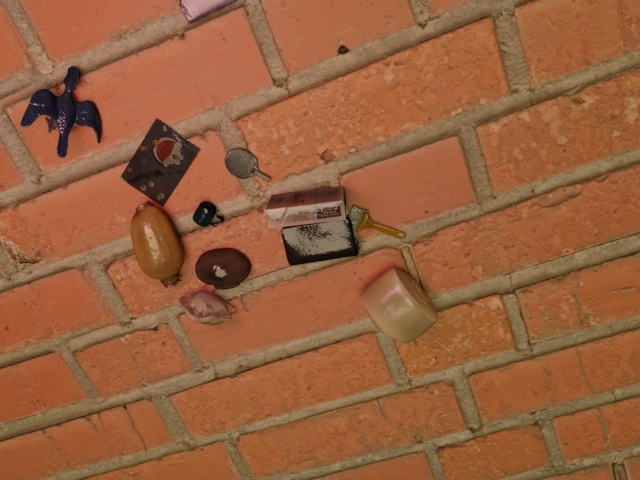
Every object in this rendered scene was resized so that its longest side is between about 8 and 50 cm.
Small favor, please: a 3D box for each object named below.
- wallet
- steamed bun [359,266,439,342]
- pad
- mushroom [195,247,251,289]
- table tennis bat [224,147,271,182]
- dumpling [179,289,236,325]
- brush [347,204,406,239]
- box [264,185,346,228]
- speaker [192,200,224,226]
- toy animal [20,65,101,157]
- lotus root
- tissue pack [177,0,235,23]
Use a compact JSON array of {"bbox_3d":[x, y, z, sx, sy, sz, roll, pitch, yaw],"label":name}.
[{"bbox_3d":[0.000,0.000,1.892,0.249,0.044,0.149,-10,112,11],"label":"wallet"},{"bbox_3d":[0.261,0.230,1.914,0.200,0.155,0.250,-40,102,17],"label":"steamed bun"},{"bbox_3d":[-0.512,-0.245,1.844,0.170,0.006,0.246,35,109,-11],"label":"pad"},{"bbox_3d":[-0.334,0.100,1.926,0.188,0.117,0.142,-4,101,10],"label":"mushroom"},{"bbox_3d":[-0.230,-0.231,1.828,0.158,0.014,0.095,31,110,-7],"label":"table tennis bat"},{"bbox_3d":[-0.386,0.236,1.968,0.198,0.136,0.119,10,106,-12],"label":"dumpling"},{"bbox_3d":[0.185,-0.045,1.883,0.205,0.011,0.083,20,113,-6],"label":"brush"},{"bbox_3d":[-0.042,-0.105,1.794,0.242,0.155,0.067,-7,111,4],"label":"box"},{"bbox_3d":[-0.362,-0.077,1.873,0.094,0.060,0.075,31,112,-10],"label":"speaker"},{"bbox_3d":[-0.768,-0.382,1.722,0.176,0.239,0.256,-33,64,43],"label":"toy animal"},{"bbox_3d":[-0.532,0.021,1.885,0.146,0.131,0.304,-10,112,8],"label":"lotus root"},{"bbox_3d":[-0.327,-0.696,1.623,0.156,0.051,0.112,-21,112,11],"label":"tissue pack"}]
